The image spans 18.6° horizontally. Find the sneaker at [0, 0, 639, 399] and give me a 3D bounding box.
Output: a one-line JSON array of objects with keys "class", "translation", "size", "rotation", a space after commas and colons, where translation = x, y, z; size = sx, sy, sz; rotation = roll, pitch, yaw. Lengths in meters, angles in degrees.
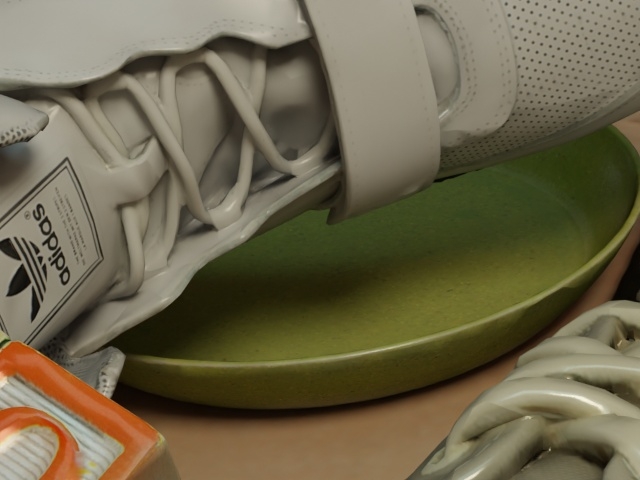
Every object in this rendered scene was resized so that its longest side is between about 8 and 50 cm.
[{"class": "sneaker", "translation": [-0.033, -0.029, 0.602], "size": [0.366, 0.137, 0.210], "rotation": [-9, 30, 12]}]

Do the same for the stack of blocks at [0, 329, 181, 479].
[{"class": "stack of blocks", "translation": [-0.191, 0.053, 0.443], "size": [0.297, 0.087, 0.171], "rotation": [30, 64, 25]}]

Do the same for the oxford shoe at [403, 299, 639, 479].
[{"class": "oxford shoe", "translation": [0.080, 0.078, 0.436], "size": [0.169, 0.130, 0.449], "rotation": [10, 29, 36]}]

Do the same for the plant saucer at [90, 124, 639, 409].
[{"class": "plant saucer", "translation": [0.000, 0.000, 0.724], "size": [0.241, 0.037, 0.241], "rotation": [-7, 26, 3]}]
